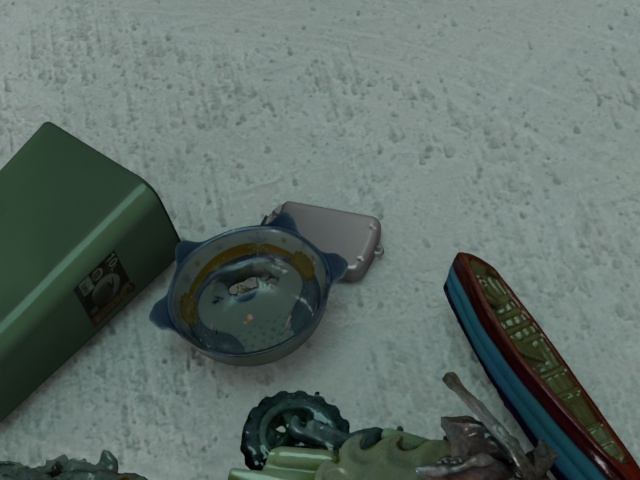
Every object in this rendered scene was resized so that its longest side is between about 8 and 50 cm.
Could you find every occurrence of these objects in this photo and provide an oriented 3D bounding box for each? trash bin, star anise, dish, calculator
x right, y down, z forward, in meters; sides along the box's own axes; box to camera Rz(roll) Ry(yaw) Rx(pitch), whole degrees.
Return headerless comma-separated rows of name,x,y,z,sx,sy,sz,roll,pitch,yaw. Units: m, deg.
trash bin,-0.374,0.049,2.002,0.223,0.158,0.343,30,68,30
star anise,0.189,0.247,1.617,0.231,0.089,0.209,52,36,-3
dish,-0.081,0.075,1.967,0.236,0.086,0.228,3,52,13
calculator,0.000,0.000,2.044,0.175,0.032,0.100,11,56,18

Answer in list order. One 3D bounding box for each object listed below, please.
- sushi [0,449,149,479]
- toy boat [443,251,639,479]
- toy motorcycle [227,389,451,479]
sushi,-0.290,0.364,1.617,0.417,0.176,0.417,3,16,-1
toy boat,0.259,0.172,1.820,0.079,0.136,0.392,-44,53,19
toy motorcycle,0.085,0.315,1.692,0.410,0.169,0.237,23,48,8
